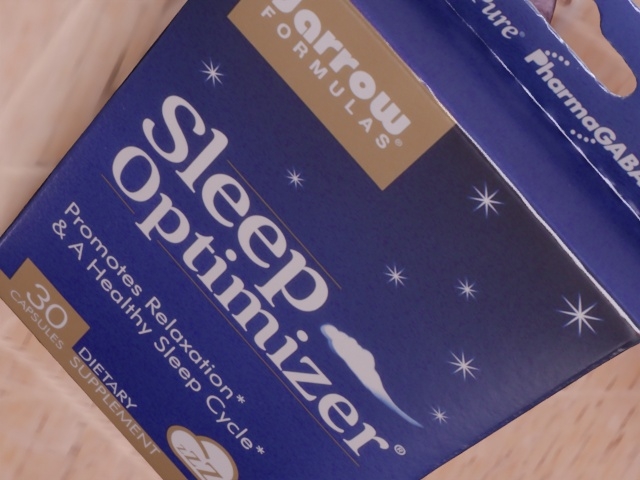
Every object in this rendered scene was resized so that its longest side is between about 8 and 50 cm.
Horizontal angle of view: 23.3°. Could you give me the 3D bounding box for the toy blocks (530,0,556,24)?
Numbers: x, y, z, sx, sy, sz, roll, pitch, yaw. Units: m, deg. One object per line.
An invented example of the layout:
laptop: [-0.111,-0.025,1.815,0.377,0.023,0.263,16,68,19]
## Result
toy blocks: [0.198,-0.044,0.401,0.309,0.260,0.288,40,102,-23]

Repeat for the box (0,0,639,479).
box: [0.000,0.000,0.420,0.136,0.036,0.225,48,134,1]
